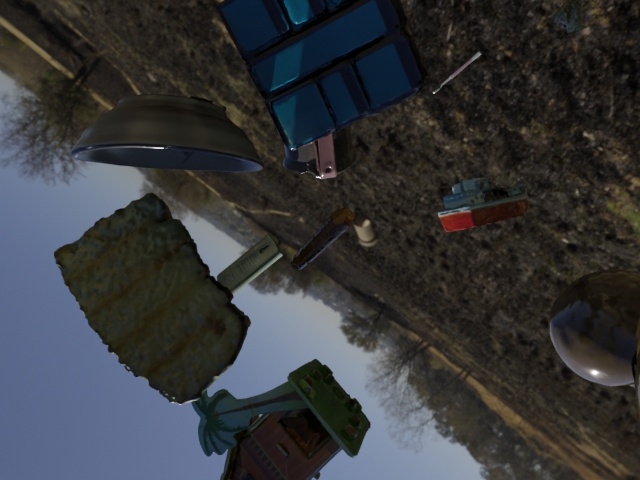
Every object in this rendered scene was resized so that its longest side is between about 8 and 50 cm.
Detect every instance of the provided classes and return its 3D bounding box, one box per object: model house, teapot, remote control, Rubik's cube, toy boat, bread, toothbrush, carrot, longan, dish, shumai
[{"bbox_3d":[-0.118,0.408,1.058,0.340,0.323,0.300,46,-178,13],"label":"model house"},{"bbox_3d":[-0.011,-0.362,1.369,0.376,0.305,0.362,-105,5,-53],"label":"teapot"},{"bbox_3d":[-0.230,0.081,1.531,0.098,0.233,0.038,53,-176,38],"label":"remote control"},{"bbox_3d":[0.020,-0.371,0.890,0.284,0.288,0.294,63,-161,-22],"label":"Rubik's cube"},{"bbox_3d":[0.477,-0.116,1.336,0.145,0.331,0.133,-13,88,55],"label":"toy boat"},{"bbox_3d":[-0.308,0.136,0.954,0.395,0.239,0.264,49,162,13],"label":"bread"},{"bbox_3d":[0.458,-0.566,1.603,0.014,0.194,0.017,42,-152,-18],"label":"toothbrush"},{"bbox_3d":[0.000,0.000,0.889,0.042,0.170,0.042,26,-139,-25],"label":"carrot"},{"bbox_3d":[0.690,0.205,1.094,0.297,0.297,0.297,38,176,3],"label":"longan"},{"bbox_3d":[-0.247,-0.179,0.793,0.315,0.107,0.316,2,-176,0],"label":"dish"},{"bbox_3d":[0.604,-0.533,1.125,0.080,0.083,0.082,37,139,6],"label":"shumai"}]

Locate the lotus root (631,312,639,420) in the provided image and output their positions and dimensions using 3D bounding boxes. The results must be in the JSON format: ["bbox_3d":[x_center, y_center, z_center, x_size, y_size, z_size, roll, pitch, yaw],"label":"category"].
[{"bbox_3d":[0.277,0.080,0.284,0.151,0.160,0.274,30,-149,29],"label":"lotus root"}]
